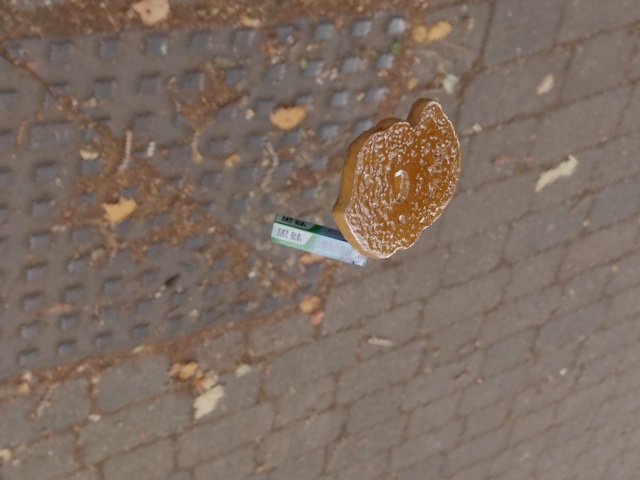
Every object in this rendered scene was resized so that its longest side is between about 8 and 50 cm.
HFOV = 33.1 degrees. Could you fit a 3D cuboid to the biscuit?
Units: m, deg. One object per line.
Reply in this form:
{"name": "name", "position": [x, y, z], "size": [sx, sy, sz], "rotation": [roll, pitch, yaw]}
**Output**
{"name": "biscuit", "position": [0.056, -0.044, 0.787], "size": [0.130, 0.019, 0.102], "rotation": [-39, 125, -32]}

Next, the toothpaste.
{"name": "toothpaste", "position": [0.000, 0.000, 0.906], "size": [0.083, 0.017, 0.020], "rotation": [15, 122, 2]}
